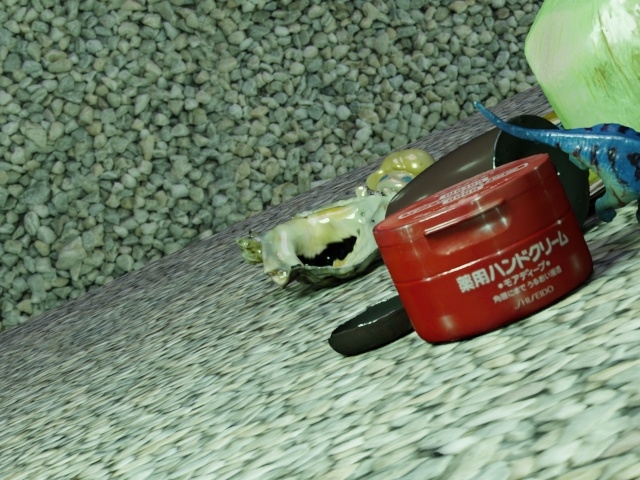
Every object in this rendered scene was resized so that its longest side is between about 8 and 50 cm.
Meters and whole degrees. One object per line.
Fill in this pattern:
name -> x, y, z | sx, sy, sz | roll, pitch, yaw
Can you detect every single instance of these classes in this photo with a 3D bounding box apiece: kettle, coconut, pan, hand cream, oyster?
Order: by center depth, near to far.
hand cream -> 0.157, 0.007, 1.439 | 0.193, 0.125, 0.193 | -25, 6, 3
pan -> 0.103, 0.060, 1.570 | 0.212, 0.040, 0.115 | -32, 6, -5
coconut -> 0.380, -0.224, 1.613 | 0.328, 0.328, 0.281 | -22, 9, 22
kettle -> 0.190, -0.049, 1.716 | 0.202, 0.144, 0.232 | -26, 2, -39
oyster -> 0.005, 0.010, 2.128 | 0.275, 0.100, 0.271 | -18, 11, 9

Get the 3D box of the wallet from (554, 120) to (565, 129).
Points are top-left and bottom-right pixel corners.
wallet -> 0.268, -0.095, 1.957 | 0.141, 0.059, 0.202 | -35, -2, 32

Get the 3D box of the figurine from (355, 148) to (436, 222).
figurine -> 0.114, -0.073, 2.409 | 0.196, 0.108, 0.114 | -37, 9, -40

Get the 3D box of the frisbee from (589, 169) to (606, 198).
frisbee -> 0.317, -0.072, 1.832 | 0.236, 0.017, 0.236 | -33, 5, 3

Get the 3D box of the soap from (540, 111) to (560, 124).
soap -> 0.357, -0.151, 2.218 | 0.257, 0.080, 0.160 | -23, 7, 14

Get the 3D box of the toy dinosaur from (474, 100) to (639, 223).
toy dinosaur -> 0.313, -0.067, 1.478 | 0.329, 0.076, 0.144 | 14, -22, 14
